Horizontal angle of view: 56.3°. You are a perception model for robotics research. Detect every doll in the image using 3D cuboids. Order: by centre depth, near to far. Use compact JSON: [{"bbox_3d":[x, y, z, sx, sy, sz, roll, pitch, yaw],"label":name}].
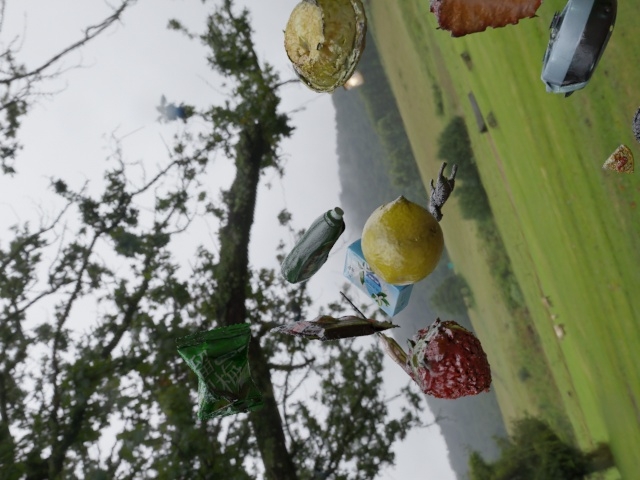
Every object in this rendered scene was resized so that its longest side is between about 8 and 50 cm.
[{"bbox_3d":[0.366,-0.137,1.818,0.139,0.057,0.165,114,166,-71],"label":"doll"}]

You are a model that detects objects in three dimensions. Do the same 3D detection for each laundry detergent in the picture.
[{"bbox_3d":[0.000,0.000,1.259,0.137,0.211,0.063,-26,-112,-44],"label":"laundry detergent"}]

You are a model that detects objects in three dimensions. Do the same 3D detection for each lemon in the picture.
[{"bbox_3d":[0.229,0.011,1.661,0.253,0.228,0.229,67,-173,-55],"label":"lemon"}]

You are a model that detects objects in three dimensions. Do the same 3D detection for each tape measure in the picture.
[{"bbox_3d":[0.479,-0.374,1.117,0.181,0.107,0.182,80,-146,-60],"label":"tape measure"}]

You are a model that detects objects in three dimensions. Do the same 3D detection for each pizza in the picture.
[{"bbox_3d":[0.753,-0.193,1.506,0.083,0.078,0.025,60,-171,-19],"label":"pizza"}]

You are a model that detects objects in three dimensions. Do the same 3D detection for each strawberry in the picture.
[{"bbox_3d":[0.291,0.269,1.322,0.201,0.187,0.184,27,-141,-5],"label":"strawberry"},{"bbox_3d":[0.380,-0.640,1.419,0.150,0.280,0.254,-114,13,-54],"label":"strawberry"}]

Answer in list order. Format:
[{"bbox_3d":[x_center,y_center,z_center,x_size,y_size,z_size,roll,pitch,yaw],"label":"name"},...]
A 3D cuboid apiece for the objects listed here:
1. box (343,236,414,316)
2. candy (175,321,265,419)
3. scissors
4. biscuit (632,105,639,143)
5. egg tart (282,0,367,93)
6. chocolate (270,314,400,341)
[{"bbox_3d":[0.182,0.114,1.901,0.232,0.083,0.143,40,147,26],"label":"box"},{"bbox_3d":[-0.198,0.260,1.182,0.078,0.141,0.203,27,129,53],"label":"candy"},{"bbox_3d":[0.158,0.251,1.569,0.317,0.024,0.160,47,-172,5],"label":"scissors"},{"bbox_3d":[0.521,-0.177,0.908,0.027,0.087,0.089,-62,-26,-72],"label":"biscuit"},{"bbox_3d":[-0.004,-0.380,1.124,0.090,0.212,0.213,-6,-111,-37],"label":"egg tart"},{"bbox_3d":[0.022,0.115,0.799,0.182,0.086,0.028,5,-91,-42],"label":"chocolate"}]
